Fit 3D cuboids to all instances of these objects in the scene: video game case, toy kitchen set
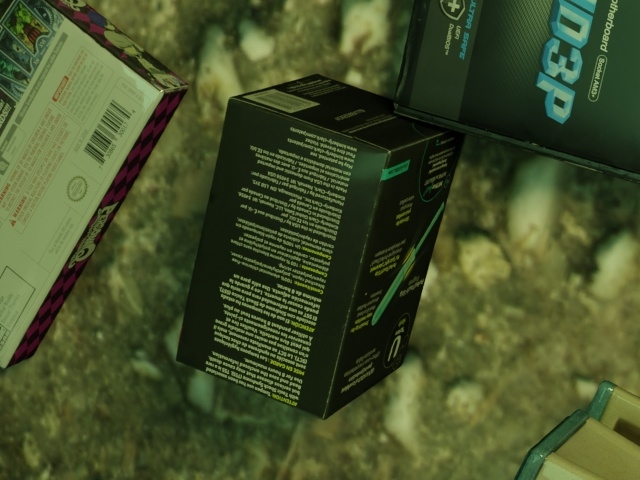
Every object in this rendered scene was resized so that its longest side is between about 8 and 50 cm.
[{"bbox_3d":[-0.222,-0.068,1.157,0.210,0.042,0.232,38,114,14],"label":"video game case"},{"bbox_3d":[0.107,0.179,0.980,0.122,0.166,0.207,27,111,18],"label":"toy kitchen set"}]

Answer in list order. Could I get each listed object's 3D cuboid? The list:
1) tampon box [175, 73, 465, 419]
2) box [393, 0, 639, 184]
[{"bbox_3d":[0.000,0.000,1.020,0.101,0.120,0.161,20,109,20],"label":"tampon box"},{"bbox_3d":[0.146,-0.154,0.957,0.175,0.051,0.220,18,108,21],"label":"box"}]
